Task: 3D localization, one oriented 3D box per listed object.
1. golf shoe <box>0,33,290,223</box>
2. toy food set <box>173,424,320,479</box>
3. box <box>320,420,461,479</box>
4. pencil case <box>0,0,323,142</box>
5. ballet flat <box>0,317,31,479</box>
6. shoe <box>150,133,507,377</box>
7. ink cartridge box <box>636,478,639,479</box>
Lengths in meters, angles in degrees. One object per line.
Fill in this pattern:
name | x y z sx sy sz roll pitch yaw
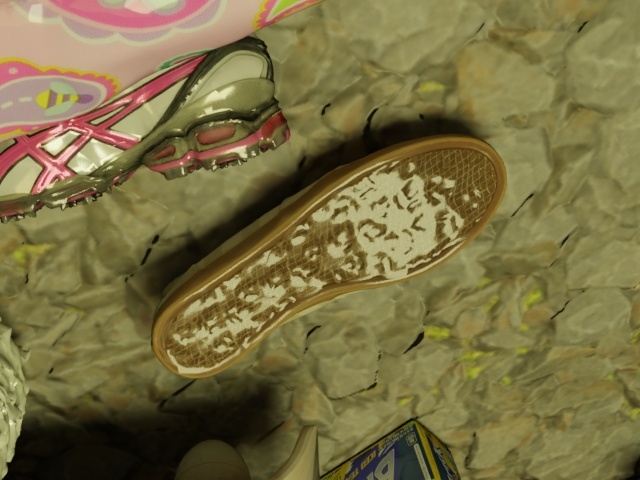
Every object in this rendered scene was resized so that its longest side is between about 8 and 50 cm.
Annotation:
golf shoe | -0.112 -0.061 0.508 0.186 0.067 0.085 -16 100 4
toy food set | -0.151 0.207 0.687 0.306 0.092 0.219 -1 127 1
box | 0.021 0.204 0.763 0.169 0.059 0.054 -35 128 14
pencil case | -0.066 -0.128 0.414 0.284 0.124 0.124 -22 132 5
ballet flat | -0.285 0.013 0.465 0.147 0.147 0.409 -36 129 15
shoe | 0.000 0.000 0.594 0.219 0.058 0.076 -28 111 3
ink cartridge box | 0.368 0.245 0.898 0.186 0.065 0.311 -26 134 4
